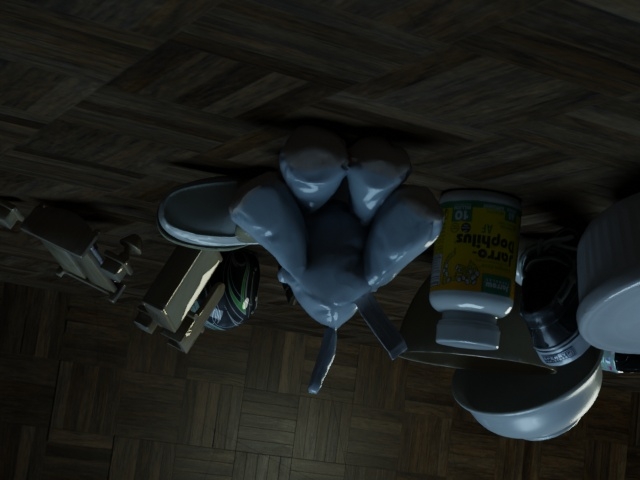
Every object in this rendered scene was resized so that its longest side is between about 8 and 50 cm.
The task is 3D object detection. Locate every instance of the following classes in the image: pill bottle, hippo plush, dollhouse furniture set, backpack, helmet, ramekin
[{"bbox_3d":[0.212,0.043,1.638,0.118,0.208,0.117,7,170,1],"label":"pill bottle"},{"bbox_3d":[0.035,-0.011,1.486,0.234,0.294,0.236,-24,-173,5],"label":"hippo plush"},{"bbox_3d":[-0.377,0.016,2.197,0.356,0.173,0.303,24,159,19],"label":"dollhouse furniture set"},{"bbox_3d":[0.586,0.199,2.324,0.115,0.151,0.182,2,-172,41],"label":"backpack"},{"bbox_3d":[-0.205,0.097,2.360,0.170,0.161,0.169,7,170,1],"label":"helmet"},{"bbox_3d":[0.444,0.032,1.468,0.273,0.127,0.273,-4,153,-2],"label":"ramekin"}]

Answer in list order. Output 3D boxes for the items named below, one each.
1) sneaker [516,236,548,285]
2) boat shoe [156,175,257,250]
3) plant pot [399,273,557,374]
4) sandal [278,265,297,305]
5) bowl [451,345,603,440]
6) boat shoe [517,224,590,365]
[{"bbox_3d":[0.447,0.069,1.914,0.169,0.108,0.293,3,168,39],"label":"sneaker"},{"bbox_3d":[-0.079,-0.046,1.665,0.302,0.113,0.103,-2,170,-7],"label":"boat shoe"},{"bbox_3d":[0.283,0.125,2.099,0.284,0.190,0.284,7,171,1],"label":"plant pot"},{"bbox_3d":[-0.044,0.076,2.427,0.060,0.090,0.219,-13,167,-12],"label":"sandal"},{"bbox_3d":[0.407,0.283,2.237,0.298,0.134,0.298,-21,-158,9],"label":"bowl"},{"bbox_3d":[0.325,0.046,1.636,0.113,0.306,0.105,-22,112,32],"label":"boat shoe"}]
